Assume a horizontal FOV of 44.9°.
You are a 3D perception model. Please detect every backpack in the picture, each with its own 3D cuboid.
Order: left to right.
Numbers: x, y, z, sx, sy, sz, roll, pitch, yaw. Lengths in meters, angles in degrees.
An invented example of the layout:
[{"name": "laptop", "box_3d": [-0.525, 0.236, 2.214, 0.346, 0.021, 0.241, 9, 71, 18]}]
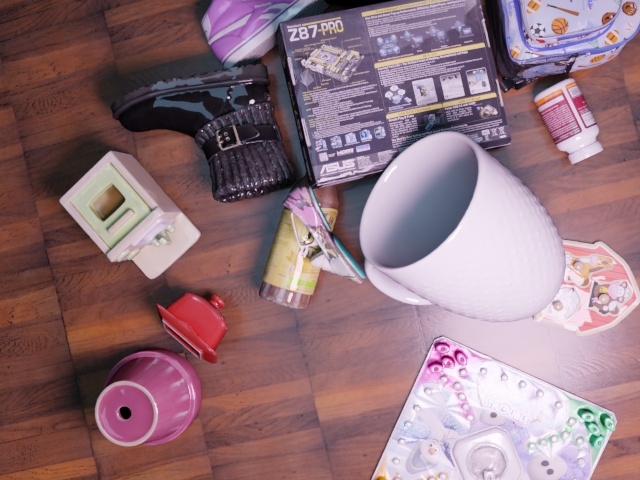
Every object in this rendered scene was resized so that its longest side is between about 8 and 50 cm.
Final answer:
[{"name": "backpack", "box_3d": [0.457, -0.439, 1.441, 0.264, 0.213, 0.276, -7, 87, -4]}]

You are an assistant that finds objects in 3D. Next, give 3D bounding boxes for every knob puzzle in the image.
[{"name": "knob puzzle", "box_3d": [0.533, 0.096, 1.524, 0.213, 0.030, 0.213, 0, 91, 7]}]

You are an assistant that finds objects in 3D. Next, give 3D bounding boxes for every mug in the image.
[{"name": "mug", "box_3d": [0.248, 0.020, 1.436, 0.328, 0.276, 0.374, 32, 138, -31]}]

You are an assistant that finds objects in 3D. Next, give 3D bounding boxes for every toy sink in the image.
[{"name": "toy sink", "box_3d": [-0.388, -0.046, 1.592, 0.153, 0.131, 0.234, -41, 87, 7]}]

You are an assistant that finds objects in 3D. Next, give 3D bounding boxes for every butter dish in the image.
[{"name": "butter dish", "box_3d": [-0.245, 0.161, 1.587, 0.160, 0.160, 0.118, 40, 73, 5]}]

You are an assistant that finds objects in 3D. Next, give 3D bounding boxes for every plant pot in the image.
[{"name": "plant pot", "box_3d": [-0.361, 0.330, 1.574, 0.202, 0.180, 0.201, 0, 92, 7]}]

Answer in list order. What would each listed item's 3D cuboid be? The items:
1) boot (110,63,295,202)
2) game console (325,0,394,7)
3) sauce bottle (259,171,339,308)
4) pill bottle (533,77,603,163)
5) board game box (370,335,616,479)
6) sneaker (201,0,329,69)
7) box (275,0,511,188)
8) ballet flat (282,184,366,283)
[{"name": "boot", "box_3d": [-0.239, -0.198, 1.568, 0.348, 0.131, 0.260, -10, 90, 7]}, {"name": "game console", "box_3d": [0.073, -0.632, 1.525, 0.213, 0.044, 0.361, -3, 83, -18]}, {"name": "sauce bottle", "box_3d": [-0.028, -0.037, 1.554, 0.112, 0.111, 0.344, 17, 94, 7]}, {"name": "pill bottle", "box_3d": [0.481, -0.228, 1.494, 0.086, 0.086, 0.152, -26, 88, 7]}, {"name": "board game box", "box_3d": [0.334, 0.445, 1.549, 0.390, 0.050, 0.389, 24, 95, 7]}, {"name": "sneaker", "box_3d": [-0.115, -0.479, 1.562, 0.282, 0.102, 0.161, -32, 84, 7]}, {"name": "box", "box_3d": [0.139, -0.293, 1.487, 0.395, 0.097, 0.318, -14, 91, -8]}, {"name": "ballet flat", "box_3d": [0.000, 0.000, 1.479, 0.079, 0.077, 0.221, -31, 101, 8]}]
